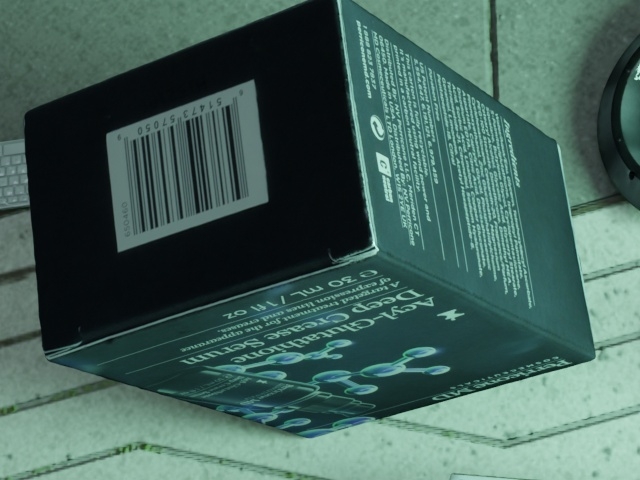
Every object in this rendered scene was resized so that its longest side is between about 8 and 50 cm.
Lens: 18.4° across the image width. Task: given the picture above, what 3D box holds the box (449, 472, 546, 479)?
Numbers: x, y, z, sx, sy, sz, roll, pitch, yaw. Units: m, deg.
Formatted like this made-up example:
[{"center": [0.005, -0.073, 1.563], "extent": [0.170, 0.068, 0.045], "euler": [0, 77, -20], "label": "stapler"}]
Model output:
[{"center": [0.247, 0.294, 1.655], "extent": [0.289, 0.087, 0.169], "euler": [2, 71, 10], "label": "box"}]

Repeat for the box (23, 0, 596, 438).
[{"center": [0.000, 0.000, 1.595], "extent": [0.293, 0.395, 0.212], "euler": [-19, 68, 27], "label": "box"}]

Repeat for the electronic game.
[{"center": [0.356, -0.118, 1.778], "extent": [0.229, 0.048, 0.229], "euler": [-13, 64, 28], "label": "electronic game"}]

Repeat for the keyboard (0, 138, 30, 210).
[{"center": [-0.320, -0.061, 1.908], "extent": [0.256, 0.014, 0.072], "euler": [-7, 70, 6], "label": "keyboard"}]

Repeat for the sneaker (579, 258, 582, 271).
[{"center": [0.150, -0.024, 1.803], "extent": [0.097, 0.084, 0.235], "euler": [-39, 67, 20], "label": "sneaker"}]
